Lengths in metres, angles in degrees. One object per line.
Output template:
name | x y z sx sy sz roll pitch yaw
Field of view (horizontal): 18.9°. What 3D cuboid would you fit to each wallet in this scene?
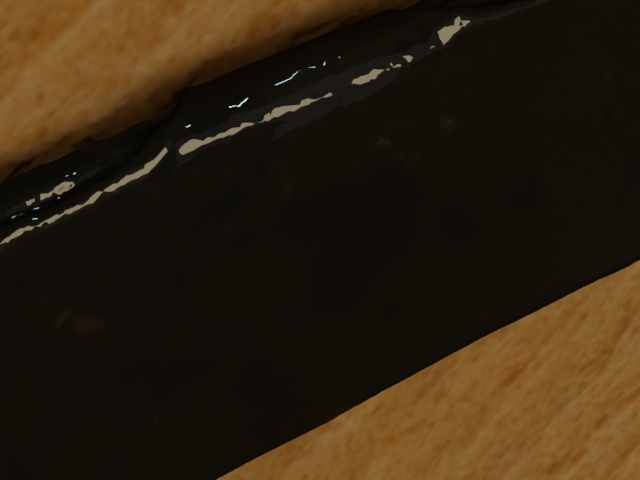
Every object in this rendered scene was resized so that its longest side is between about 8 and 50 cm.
wallet | 0.000 0.000 0.850 0.377 0.051 0.197 -27 130 -21
